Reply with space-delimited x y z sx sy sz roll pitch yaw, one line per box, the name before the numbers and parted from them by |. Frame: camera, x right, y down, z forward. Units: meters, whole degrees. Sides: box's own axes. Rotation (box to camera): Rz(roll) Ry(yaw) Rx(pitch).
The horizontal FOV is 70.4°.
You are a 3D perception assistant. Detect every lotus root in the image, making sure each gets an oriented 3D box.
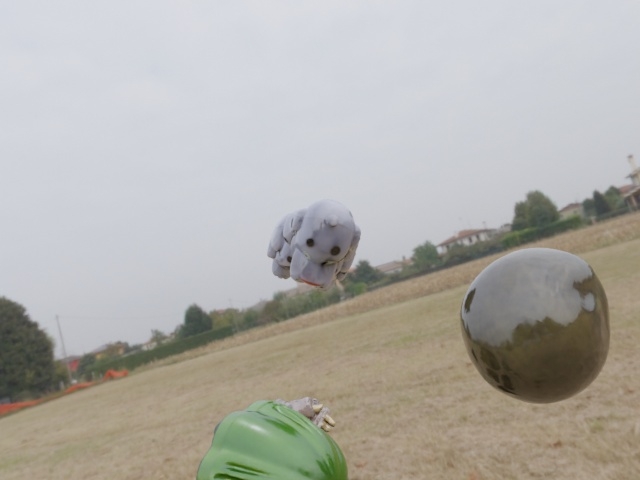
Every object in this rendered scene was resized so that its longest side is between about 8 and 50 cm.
lotus root | -0.028 0.293 0.546 0.186 0.186 0.186 -17 -7 -2

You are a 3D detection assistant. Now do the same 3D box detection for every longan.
longan | 0.253 0.097 0.539 0.187 0.167 0.167 -51 1 -13

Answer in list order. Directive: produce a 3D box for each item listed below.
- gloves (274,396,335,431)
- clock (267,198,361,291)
gloves | -0.042 0.394 0.994 0.144 0.111 0.094 25 -10 13
clock | -0.001 0.003 0.858 0.188 0.189 0.254 -16 -3 -10
